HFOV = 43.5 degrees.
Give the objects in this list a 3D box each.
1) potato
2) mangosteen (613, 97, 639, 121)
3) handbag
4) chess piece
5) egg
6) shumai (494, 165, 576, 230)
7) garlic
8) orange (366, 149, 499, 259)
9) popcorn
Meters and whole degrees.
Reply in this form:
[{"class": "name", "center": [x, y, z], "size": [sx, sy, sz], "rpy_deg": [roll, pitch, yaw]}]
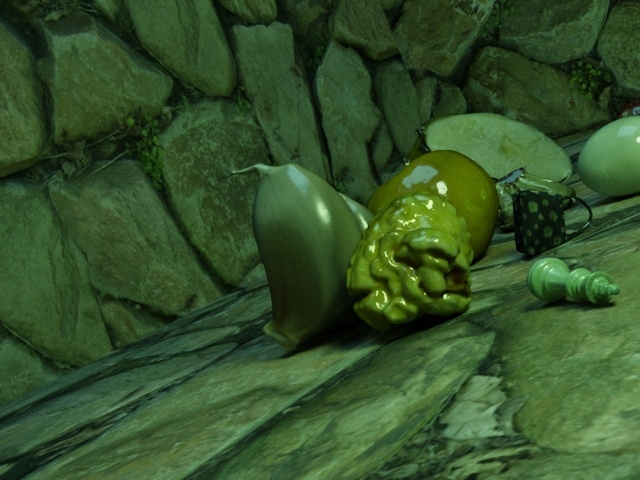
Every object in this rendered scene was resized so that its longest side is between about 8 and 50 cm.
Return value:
[{"class": "potato", "center": [0.400, -0.139, 2.060], "size": [0.397, 0.296, 0.290], "rpy_deg": [11, 44, 1]}, {"class": "mangosteen", "center": [0.713, -0.223, 1.772], "size": [0.180, 0.166, 0.166], "rpy_deg": [-53, -5, 16]}, {"class": "handbag", "center": [0.411, -0.037, 1.417], "size": [0.139, 0.115, 0.072], "rpy_deg": [-6, 3, -4]}, {"class": "chess piece", "center": [0.317, 0.053, 0.992], "size": [0.059, 0.059, 0.149], "rpy_deg": [-24, 8, -14]}, {"class": "egg", "center": [0.600, -0.162, 1.586], "size": [0.151, 0.151, 0.209], "rpy_deg": [-25, -4, -31]}, {"class": "shumai", "center": [0.460, -0.103, 1.796], "size": [0.201, 0.120, 0.201], "rpy_deg": [-25, 2, 1]}, {"class": "garlic", "center": [0.000, 0.000, 1.427], "size": [0.231, 0.340, 0.246], "rpy_deg": [-18, -1, -44]}, {"class": "orange", "center": [0.226, -0.047, 1.608], "size": [0.279, 0.235, 0.279], "rpy_deg": [-35, -4, -3]}, {"class": "popcorn", "center": [0.143, 0.032, 1.243], "size": [0.226, 0.200, 0.203], "rpy_deg": [-26, -1, -13]}]
